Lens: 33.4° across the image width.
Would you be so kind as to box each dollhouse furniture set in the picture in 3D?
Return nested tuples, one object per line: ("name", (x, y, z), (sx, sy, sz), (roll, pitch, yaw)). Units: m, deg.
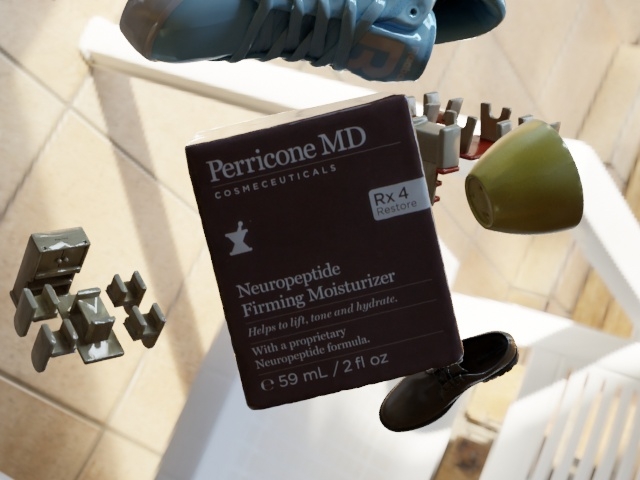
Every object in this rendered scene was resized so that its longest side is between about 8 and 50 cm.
("dollhouse furniture set", (-0.427, 0.123, 1.839), (0.212, 0.242, 0.161), (-10, 144, -38))
("dollhouse furniture set", (0.239, -0.155, 1.844), (0.259, 0.262, 0.135), (-19, 121, -48))

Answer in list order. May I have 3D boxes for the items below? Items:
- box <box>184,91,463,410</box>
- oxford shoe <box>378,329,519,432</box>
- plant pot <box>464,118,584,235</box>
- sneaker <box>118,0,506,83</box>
("box", (0.000, 0.000, 0.839), (0.168, 0.167, 0.203), (-14, 100, -1))
("oxford shoe", (0.176, 0.192, 1.522), (0.227, 0.083, 0.096), (-35, 157, 0))
("plant pot", (0.221, -0.059, 1.210), (0.095, 0.134, 0.134), (-21, 122, -14))
("sneaker", (0.020, -0.193, 0.869), (0.366, 0.150, 0.135), (-25, 157, -33))
